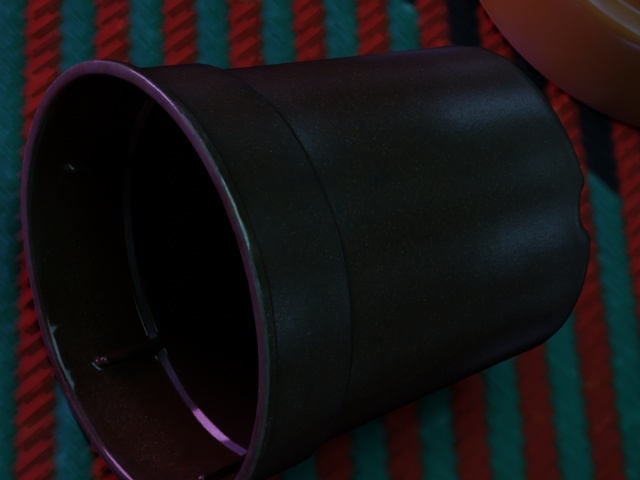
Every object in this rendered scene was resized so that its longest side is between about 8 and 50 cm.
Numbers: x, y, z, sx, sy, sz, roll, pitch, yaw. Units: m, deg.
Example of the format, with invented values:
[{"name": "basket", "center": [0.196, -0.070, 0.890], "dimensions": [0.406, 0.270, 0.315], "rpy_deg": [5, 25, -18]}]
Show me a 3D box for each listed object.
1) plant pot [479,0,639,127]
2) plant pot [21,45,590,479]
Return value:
[{"name": "plant pot", "center": [0.185, -0.180, 0.872], "dimensions": [0.205, 0.188, 0.205], "rpy_deg": [8, 60, -14]}, {"name": "plant pot", "center": [0.000, 0.000, 0.738], "dimensions": [0.165, 0.167, 0.167], "rpy_deg": [-16, 68, -32]}]
